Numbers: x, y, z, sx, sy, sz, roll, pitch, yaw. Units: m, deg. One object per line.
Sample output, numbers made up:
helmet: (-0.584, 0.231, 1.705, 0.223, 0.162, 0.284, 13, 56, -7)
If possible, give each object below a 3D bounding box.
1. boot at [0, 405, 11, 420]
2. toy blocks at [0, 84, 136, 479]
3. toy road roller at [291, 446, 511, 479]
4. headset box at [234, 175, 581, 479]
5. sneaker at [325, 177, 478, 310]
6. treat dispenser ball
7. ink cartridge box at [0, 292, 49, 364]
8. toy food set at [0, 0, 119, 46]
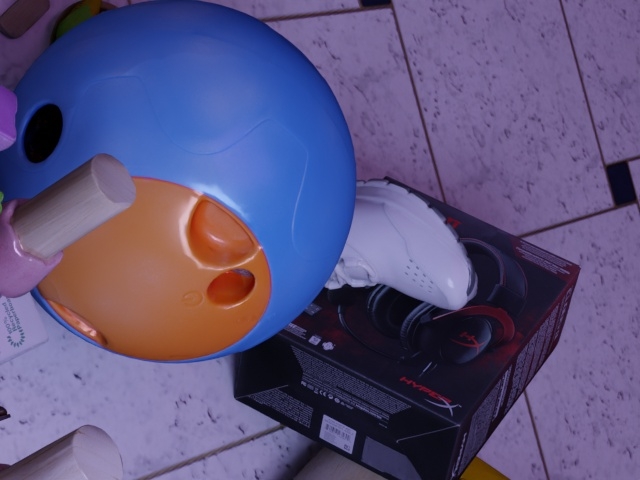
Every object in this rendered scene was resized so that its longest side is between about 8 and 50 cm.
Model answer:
boot: (-0.289, 0.088, 1.355, 0.106, 0.037, 0.114, 6, 70, -49)
toy blocks: (-0.310, 0.040, 1.097, 0.309, 0.260, 0.288, 35, 38, -36)
toy road roller: (0.096, 0.345, 1.618, 0.329, 0.240, 0.202, 36, 43, 13)
headset box: (0.091, 0.076, 1.630, 0.293, 0.218, 0.110, -45, 154, -44)
sneaker: (0.000, 0.000, 1.558, 0.129, 0.297, 0.111, -53, 153, -28)
treat dispenser ball: (-0.115, -0.046, 1.390, 0.288, 0.288, 0.288, 17, 67, -44)
ink cartridge box: (-0.363, 0.062, 1.235, 0.333, 0.065, 0.165, -26, 98, -40)
toy food set: (-0.184, -0.150, 1.534, 0.192, 0.039, 0.132, 54, 45, -22)
